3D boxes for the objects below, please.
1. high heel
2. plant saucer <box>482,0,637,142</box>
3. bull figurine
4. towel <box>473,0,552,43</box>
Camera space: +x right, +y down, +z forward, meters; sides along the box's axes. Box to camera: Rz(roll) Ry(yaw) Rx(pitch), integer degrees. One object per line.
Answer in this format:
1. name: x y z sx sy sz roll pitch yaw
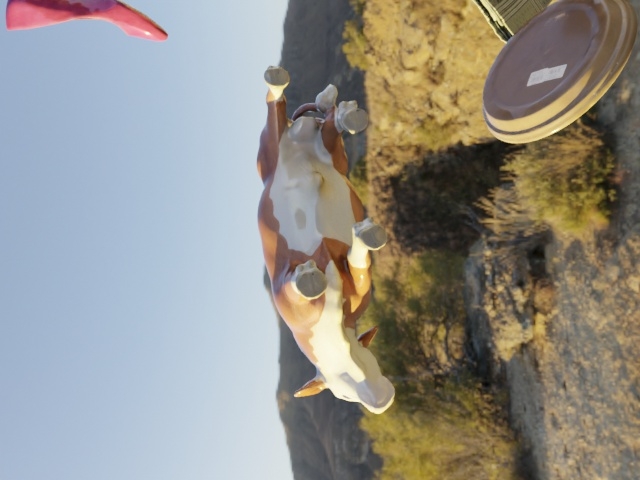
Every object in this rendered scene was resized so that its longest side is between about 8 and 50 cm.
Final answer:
1. high heel: -0.594 -0.549 1.508 0.127 0.377 0.182 -125 58 -75
2. plant saucer: 0.369 -0.287 0.955 0.278 0.041 0.278 -41 33 34
3. bull figurine: 0.000 0.000 0.530 0.188 0.101 0.311 109 148 -67
4. towel: 0.374 -0.601 1.283 0.312 0.056 0.324 51 -130 -10
